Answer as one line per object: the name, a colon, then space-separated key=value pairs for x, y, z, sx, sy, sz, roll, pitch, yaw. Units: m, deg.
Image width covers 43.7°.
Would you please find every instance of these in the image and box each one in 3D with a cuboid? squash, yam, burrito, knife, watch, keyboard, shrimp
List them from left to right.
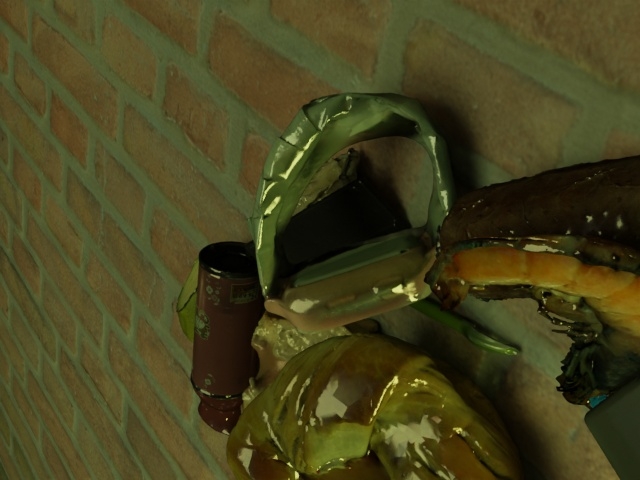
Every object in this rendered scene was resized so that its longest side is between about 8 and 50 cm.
squash: x=-0.220 y=0.125 z=1.417 sx=0.090 sy=0.075 sz=0.200 roll=42 pitch=132 yaw=49
burrito: x=-0.015 y=-0.065 z=1.106 sx=0.229 sy=0.058 sz=0.063 roll=-27 pitch=83 yaw=55
keyboard: x=0.000 y=0.000 z=1.102 sx=0.101 sy=0.018 sz=0.310 roll=47 pitch=145 yaw=-11
watch: x=0.033 y=-0.044 z=0.902 sx=0.162 sy=0.254 sz=0.241 roll=-73 pitch=-36 yaw=-77
knife: x=0.159 y=0.098 z=0.943 sx=0.184 sy=0.026 sz=0.022 roll=28 pitch=118 yaw=50
shrimp: x=0.200 y=0.075 z=0.707 sx=0.222 sy=0.054 sz=0.290 roll=12 pitch=152 yaw=17
yam: x=0.244 y=-0.012 z=0.715 sx=0.280 sy=0.131 sz=0.131 roll=-11 pitch=91 yaw=52

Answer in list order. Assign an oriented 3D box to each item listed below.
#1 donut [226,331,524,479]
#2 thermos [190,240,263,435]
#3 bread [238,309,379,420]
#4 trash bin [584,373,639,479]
donut: x=0.059 y=0.276 z=0.916 sx=0.361 sy=0.170 sz=0.360 roll=1 pitch=94 yaw=20
thermos: x=-0.167 y=0.167 z=1.320 sx=0.136 sy=0.109 sz=0.330 roll=19 pitch=118 yaw=22
bread: x=0.010 y=0.186 z=1.127 sx=0.211 sy=0.224 sz=0.183 roll=-2 pitch=93 yaw=12
trash bin: x=0.334 y=0.204 z=0.612 sx=0.236 sy=0.177 sz=0.101 roll=61 pitch=138 yaw=27
